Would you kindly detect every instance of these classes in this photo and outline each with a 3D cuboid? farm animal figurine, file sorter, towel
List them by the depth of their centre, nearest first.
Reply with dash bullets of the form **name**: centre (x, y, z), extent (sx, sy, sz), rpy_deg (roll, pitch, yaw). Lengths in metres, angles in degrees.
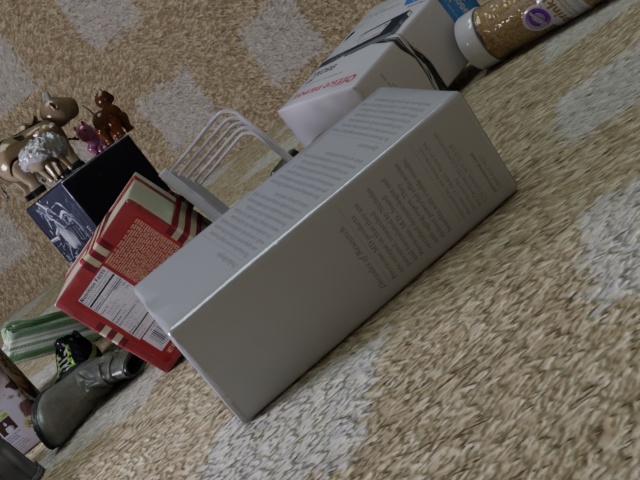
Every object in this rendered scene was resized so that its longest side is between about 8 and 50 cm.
- **file sorter**: centre (-0.137, -0.108, 1.811), extent (0.173, 0.193, 0.278), rpy_deg (-50, -4, 1)
- **farm animal figurine**: centre (-0.583, -0.219, 2.144), extent (0.330, 0.172, 0.327), rpy_deg (-24, 16, 47)
- **towel**: centre (-0.571, 0.198, 2.163), extent (0.248, 0.038, 0.325), rpy_deg (-13, -14, -23)

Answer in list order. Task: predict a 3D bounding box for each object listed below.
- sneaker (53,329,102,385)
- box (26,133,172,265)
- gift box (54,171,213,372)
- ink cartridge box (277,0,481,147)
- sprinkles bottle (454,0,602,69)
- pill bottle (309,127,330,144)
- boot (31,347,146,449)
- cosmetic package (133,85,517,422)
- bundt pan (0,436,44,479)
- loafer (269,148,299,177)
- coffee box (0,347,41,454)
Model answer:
- **sneaker**: centre (-0.517, 0.249, 2.025), extent (0.084, 0.097, 0.234), rpy_deg (-37, 12, 5)
- **box**: centre (-0.412, -0.007, 2.093), extent (0.179, 0.343, 0.312), rpy_deg (-42, 12, -27)
- **gift box**: centre (-0.281, 0.065, 1.712), extent (0.255, 0.276, 0.258), rpy_deg (-50, 15, 6)
- **ink cartridge box**: centre (0.138, -0.357, 2.101), extent (0.285, 0.166, 0.395), rpy_deg (-8, 37, 55)
- **sprinkles bottle**: centre (0.427, -0.460, 1.912), extent (0.355, 0.121, 0.121), rpy_deg (-27, 16, 40)
- **pill bottle**: centre (0.012, -0.069, 1.578), extent (0.152, 0.152, 0.272), rpy_deg (-31, 13, 29)
- **boot**: centre (-0.393, 0.251, 1.727), extent (0.161, 0.083, 0.246), rpy_deg (-27, 16, 18)
- **cosmetic package**: centre (0.000, 0.000, 1.279), extent (0.453, 0.161, 0.230), rpy_deg (-39, 21, -10)
- **bundt pan**: centre (-0.603, 0.426, 1.563), extent (0.331, 0.124, 0.331), rpy_deg (-35, 13, 9)
- **loafer**: centre (-0.086, -0.124, 2.189), extent (0.087, 0.094, 0.251), rpy_deg (-27, 16, 25)
- **coffee box**: centre (-0.633, 0.259, 1.843), extent (0.119, 0.297, 0.168), rpy_deg (-40, 13, -8)
